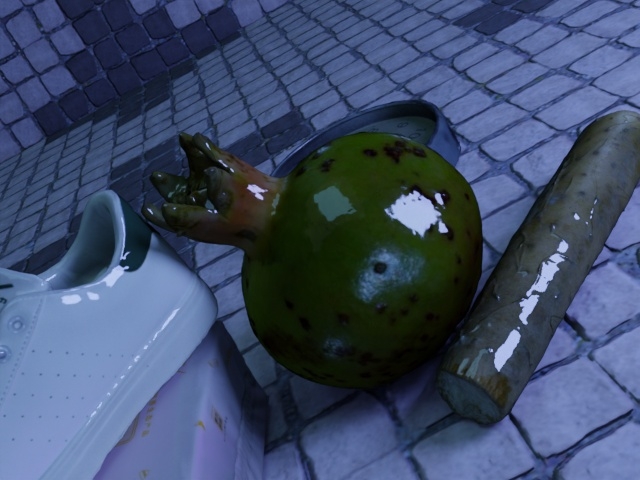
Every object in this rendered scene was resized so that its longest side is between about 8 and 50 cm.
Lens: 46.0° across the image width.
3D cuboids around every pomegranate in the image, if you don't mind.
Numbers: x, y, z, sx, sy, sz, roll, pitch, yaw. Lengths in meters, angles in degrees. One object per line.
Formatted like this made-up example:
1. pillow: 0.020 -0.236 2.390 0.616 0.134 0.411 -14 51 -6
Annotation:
1. pomegranate: 0.015 -0.007 0.653 0.230 0.286 0.231 -31 31 21

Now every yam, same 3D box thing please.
1. yam: 0.215 0.003 0.680 0.083 0.083 0.372 0 40 43

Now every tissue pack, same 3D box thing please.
1. tissue pack: -0.151 0.200 0.640 0.184 0.124 0.225 -22 29 11

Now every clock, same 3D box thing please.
1. clock: 0.050 -0.097 1.024 0.280 0.055 0.281 -23 28 13

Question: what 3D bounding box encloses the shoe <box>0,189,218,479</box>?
1. shoe: -0.236 0.107 0.567 0.131 0.160 0.363 1 39 45
